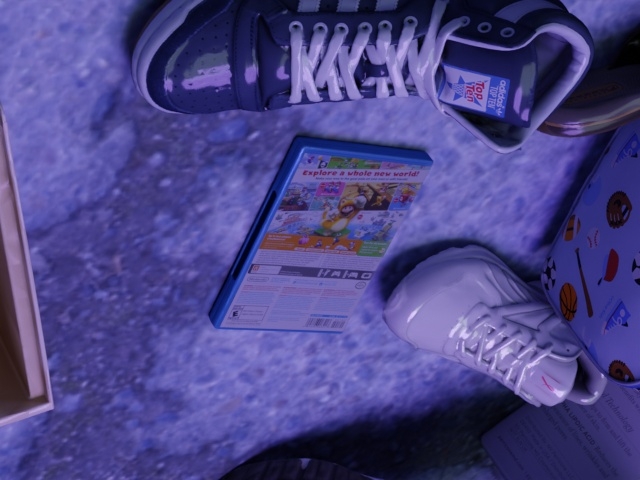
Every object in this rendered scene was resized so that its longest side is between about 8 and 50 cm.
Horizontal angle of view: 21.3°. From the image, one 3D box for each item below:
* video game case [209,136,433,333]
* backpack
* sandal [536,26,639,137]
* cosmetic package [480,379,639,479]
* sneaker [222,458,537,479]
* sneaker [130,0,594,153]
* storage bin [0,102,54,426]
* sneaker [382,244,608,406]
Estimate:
[{"bbox_3d":[0.000,0.000,1.250,0.119,0.015,0.166,5,126,-35],"label":"video game case"},{"bbox_3d":[0.316,0.027,1.292,0.213,0.263,0.276,-3,130,-33],"label":"backpack"},{"bbox_3d":[0.248,-0.134,1.253,0.219,0.090,0.060,-16,114,-11],"label":"sandal"},{"bbox_3d":[0.363,0.161,1.537,0.385,0.156,0.217,-36,139,0],"label":"cosmetic package"},{"bbox_3d":[0.110,0.282,1.415,0.410,0.158,0.182,12,157,7],"label":"sneaker"},{"bbox_3d":[0.034,-0.113,1.060,0.282,0.153,0.099,-17,135,-19],"label":"sneaker"},{"bbox_3d":[-0.309,0.013,0.977,0.262,0.123,0.260,-18,136,-18],"label":"storage bin"},{"bbox_3d":[0.151,0.077,1.344,0.232,0.115,0.090,13,120,-40],"label":"sneaker"}]
